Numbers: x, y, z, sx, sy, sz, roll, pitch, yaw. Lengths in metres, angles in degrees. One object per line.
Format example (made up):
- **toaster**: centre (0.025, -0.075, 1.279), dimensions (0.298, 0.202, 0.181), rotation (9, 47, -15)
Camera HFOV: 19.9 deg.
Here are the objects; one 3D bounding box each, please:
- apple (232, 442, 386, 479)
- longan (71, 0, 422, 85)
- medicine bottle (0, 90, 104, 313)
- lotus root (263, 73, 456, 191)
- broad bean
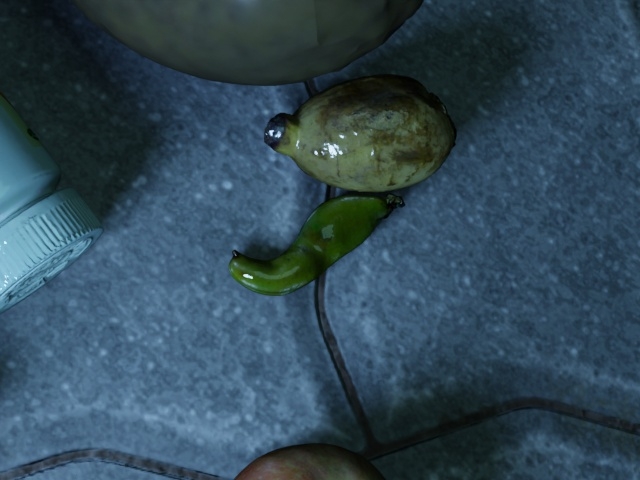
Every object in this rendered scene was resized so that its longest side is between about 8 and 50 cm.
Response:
- **apple**: centre (-0.015, 0.290, 1.741), dimensions (0.188, 0.174, 0.188), rotation (10, 66, -23)
- **longan**: centre (-0.076, -0.361, 1.869), dimensions (0.436, 0.404, 0.404), rotation (19, 61, 14)
- **medicine bottle**: centre (-0.363, -0.090, 1.748), dimensions (0.158, 0.158, 0.318), rotation (-37, 88, -30)
- **lotus root**: centre (0.042, -0.114, 1.953), dimensions (0.214, 0.138, 0.138), rotation (-2, 71, -12)
- **broad bean**: centre (0.000, 0.000, 1.933), dimensions (0.214, 0.048, 0.070), rotation (-27, 83, -26)
